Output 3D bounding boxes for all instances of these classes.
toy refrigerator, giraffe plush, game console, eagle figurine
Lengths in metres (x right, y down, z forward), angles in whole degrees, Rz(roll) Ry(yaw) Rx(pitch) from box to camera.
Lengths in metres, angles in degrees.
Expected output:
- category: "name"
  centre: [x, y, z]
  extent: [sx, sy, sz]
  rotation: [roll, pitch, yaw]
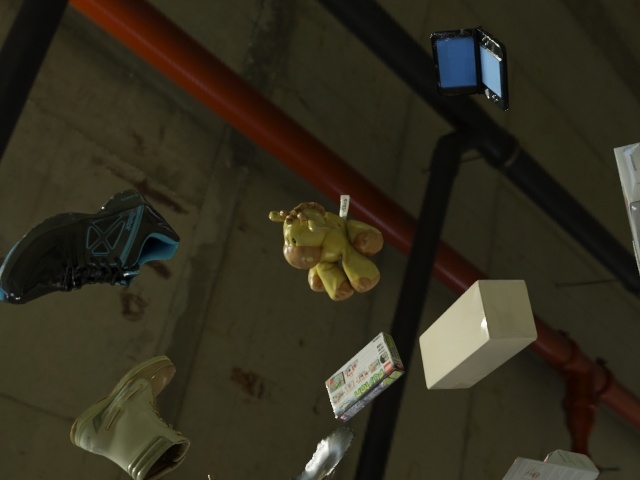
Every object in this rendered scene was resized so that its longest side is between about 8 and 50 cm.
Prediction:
- category: "toy refrigerator"
  centre: [0.264, 0.166, 1.437]
  extent: [0.094, 0.269, 0.102]
  rotation: [1, -117, -15]
- category: "giraffe plush"
  centre: [0.000, 0.000, 1.574]
  extent: [0.170, 0.181, 0.210]
  rotation: [14, -118, -51]
- category: "game console"
  centre: [0.230, -0.257, 1.291]
  extent: [0.071, 0.107, 0.122]
  rotation: [-26, -44, -9]
- category: "eagle figurine"
  centre: [-0.032, 0.508, 1.561]
  extent: [0.225, 0.298, 0.226]
  rotation: [-104, -8, -69]

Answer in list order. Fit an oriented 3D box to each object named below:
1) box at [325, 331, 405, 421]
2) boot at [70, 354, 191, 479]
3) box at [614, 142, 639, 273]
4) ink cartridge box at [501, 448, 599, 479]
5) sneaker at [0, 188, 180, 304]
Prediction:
- category: "box"
  centre: [0.103, 0.325, 2.003]
  extent: [0.036, 0.207, 0.114]
  rotation: [27, -150, -36]
- category: "boot"
  centre: [-0.268, 0.286, 1.357]
  extent: [0.213, 0.165, 0.077]
  rotation: [-41, -36, -42]
- category: "box"
  centre: [0.436, -0.016, 1.133]
  extent: [0.145, 0.038, 0.186]
  rotation: [-74, -34, -55]
- category: "ink cartridge box"
  centre: [0.412, 0.493, 1.657]
  extent: [0.232, 0.066, 0.189]
  rotation: [19, -71, -26]
- category: "sneaker"
  centre: [-0.381, 0.022, 1.416]
  extent: [0.139, 0.125, 0.341]
  rotation: [39, -137, 15]
